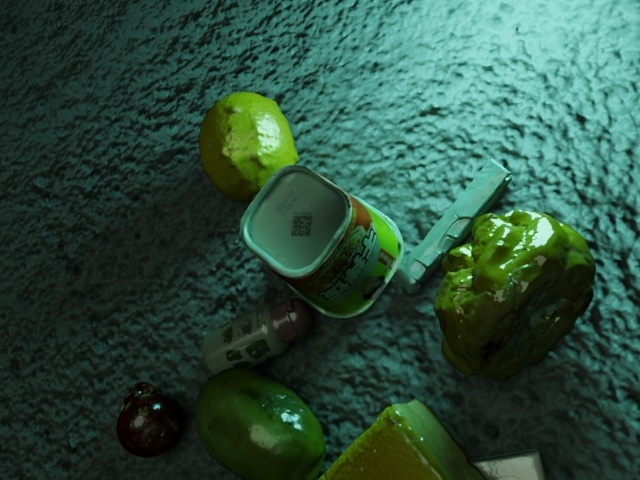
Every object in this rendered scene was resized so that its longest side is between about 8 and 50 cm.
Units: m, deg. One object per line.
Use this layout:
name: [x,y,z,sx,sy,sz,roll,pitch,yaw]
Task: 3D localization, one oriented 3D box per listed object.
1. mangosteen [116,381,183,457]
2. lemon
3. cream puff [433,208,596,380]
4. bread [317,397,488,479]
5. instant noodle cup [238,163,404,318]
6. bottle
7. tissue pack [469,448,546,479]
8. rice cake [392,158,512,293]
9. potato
mangosteen: [-0.395,0.411,1.429,0.146,0.181,0.155,15,100,-18]
lemon: [-0.174,-0.220,1.455,0.234,0.233,0.288,-15,70,17]
cream puff: [0.334,0.082,1.163,0.324,0.291,0.257,-58,40,19]
bread: [0.160,0.514,1.131,0.333,0.143,0.323,-51,57,19]
instant noodle cup: [0.000,0.000,1.283,0.294,0.308,0.293,-5,74,19]
bottle: [-0.134,0.214,1.380,0.253,0.120,0.120,-26,68,11]
tissue pack: [0.358,0.561,1.118,0.170,0.071,0.325,-17,70,18]
rice cake: [0.283,-0.027,1.319,0.066,0.063,0.336,41,93,33]
potato: [-0.127,0.390,1.276,0.304,0.216,0.215,18,82,27]
